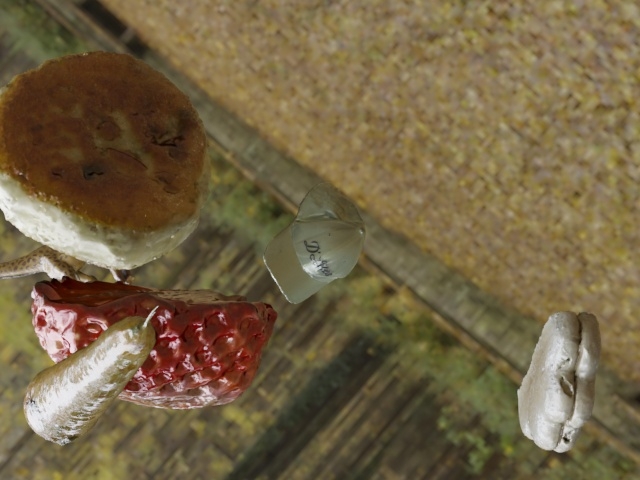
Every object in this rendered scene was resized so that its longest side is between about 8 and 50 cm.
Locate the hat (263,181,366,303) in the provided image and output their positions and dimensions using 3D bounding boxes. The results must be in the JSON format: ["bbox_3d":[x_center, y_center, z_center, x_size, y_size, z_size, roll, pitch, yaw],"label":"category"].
[{"bbox_3d":[-0.006,0.003,1.774,0.122,0.166,0.081,59,151,-11],"label":"hat"}]

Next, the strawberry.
[{"bbox_3d":[-0.207,0.125,1.528,0.265,0.149,0.336,8,180,27],"label":"strawberry"}]

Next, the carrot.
[{"bbox_3d":[-0.203,0.118,1.193,0.078,0.078,0.298,41,145,-6],"label":"carrot"}]

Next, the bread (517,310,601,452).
[{"bbox_3d":[0.443,0.285,2.460,0.102,0.183,0.337,7,140,-3],"label":"bread"}]

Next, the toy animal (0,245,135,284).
[{"bbox_3d":[-0.449,0.052,2.222,0.276,0.149,0.054,13,163,8],"label":"toy animal"}]

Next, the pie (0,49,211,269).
[{"bbox_3d":[-0.284,-0.116,1.730,0.315,0.315,0.092,41,150,-5],"label":"pie"}]
